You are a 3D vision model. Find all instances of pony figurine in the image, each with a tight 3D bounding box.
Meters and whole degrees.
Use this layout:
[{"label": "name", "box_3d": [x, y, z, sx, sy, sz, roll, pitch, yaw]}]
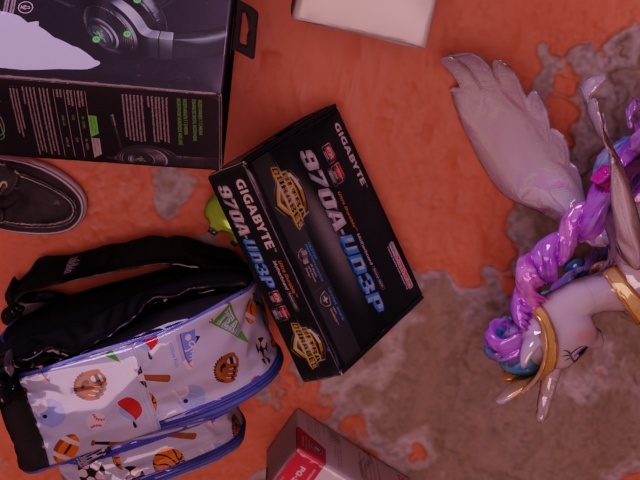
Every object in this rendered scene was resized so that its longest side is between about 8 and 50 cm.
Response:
[{"label": "pony figurine", "box_3d": [0.294, -0.033, 1.296, 0.363, 0.303, 0.351, -22, 112, -11]}]

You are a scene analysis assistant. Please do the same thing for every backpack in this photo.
[{"label": "backpack", "box_3d": [-0.168, 0.118, 1.320, 0.263, 0.276, 0.213, -24, 109, -1]}]

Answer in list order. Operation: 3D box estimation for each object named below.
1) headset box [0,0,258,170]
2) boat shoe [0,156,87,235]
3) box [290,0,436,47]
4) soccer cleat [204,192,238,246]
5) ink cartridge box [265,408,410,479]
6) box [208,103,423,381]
[{"label": "headset box", "box_3d": [-0.197, -0.205, 1.228, 0.283, 0.131, 0.246, 3, 62, -2]}, {"label": "boat shoe", "box_3d": [-0.340, -0.054, 1.347, 0.228, 0.076, 0.080, 21, 104, -15]}, {"label": "box", "box_3d": [0.057, -0.308, 1.257, 0.126, 0.148, 0.232, 12, 104, -4]}, {"label": "soccer cleat", "box_3d": [-0.032, -0.003, 1.387, 0.179, 0.060, 0.072, 31, 86, -10]}, {"label": "ink cartridge box", "box_3d": [0.021, 0.254, 1.427, 0.150, 0.109, 0.063, 33, 101, -9]}, {"label": "box", "box_3d": [0.000, 0.000, 1.320, 0.051, 0.175, 0.220, -17, 102, 37]}]
